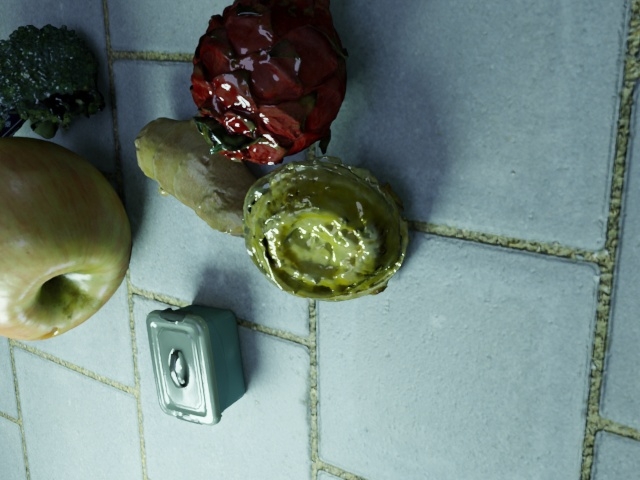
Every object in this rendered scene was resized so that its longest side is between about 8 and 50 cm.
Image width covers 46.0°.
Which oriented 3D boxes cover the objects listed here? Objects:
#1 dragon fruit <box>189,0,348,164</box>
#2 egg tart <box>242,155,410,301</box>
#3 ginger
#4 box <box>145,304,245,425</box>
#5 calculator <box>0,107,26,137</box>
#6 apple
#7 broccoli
[{"bbox_3d":[-0.069,-0.251,1.129,0.244,0.244,0.299,34,107,24],"label":"dragon fruit"},{"bbox_3d":[0.000,0.000,1.182,0.278,0.095,0.279,7,126,9],"label":"egg tart"},{"bbox_3d":[-0.192,-0.105,1.339,0.354,0.126,0.190,43,114,15],"label":"ginger"},{"bbox_3d":[-0.244,0.235,1.472,0.162,0.130,0.227,3,106,35],"label":"box"},{"bbox_3d":[-0.793,-0.318,1.722,0.165,0.028,0.274,-44,75,-3],"label":"calculator"},{"bbox_3d":[-0.580,-0.013,1.487,0.346,0.391,0.391,45,125,23],"label":"apple"},{"bbox_3d":[-0.561,-0.285,1.523,0.247,0.263,0.243,25,154,-5],"label":"broccoli"}]
